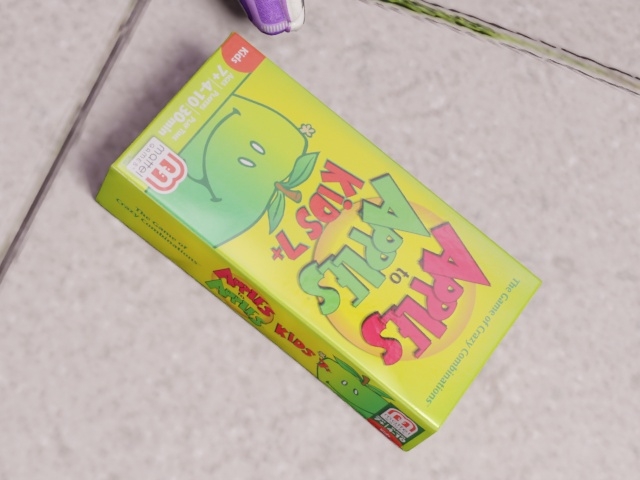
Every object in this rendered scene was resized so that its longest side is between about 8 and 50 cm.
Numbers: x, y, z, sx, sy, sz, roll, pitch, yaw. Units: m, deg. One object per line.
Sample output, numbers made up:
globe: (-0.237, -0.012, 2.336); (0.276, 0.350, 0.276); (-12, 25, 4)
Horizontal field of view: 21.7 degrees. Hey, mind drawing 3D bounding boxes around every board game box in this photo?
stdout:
board game box: (0.000, 0.000, 0.751); (0.181, 0.043, 0.092); (39, 63, -1)

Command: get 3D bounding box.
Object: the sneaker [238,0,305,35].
sneaker: (-0.074, -0.152, 0.786); (0.071, 0.068, 0.170); (-42, 78, -12)
